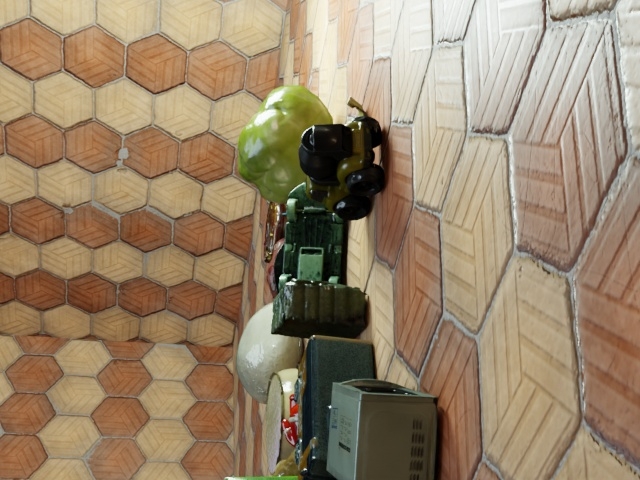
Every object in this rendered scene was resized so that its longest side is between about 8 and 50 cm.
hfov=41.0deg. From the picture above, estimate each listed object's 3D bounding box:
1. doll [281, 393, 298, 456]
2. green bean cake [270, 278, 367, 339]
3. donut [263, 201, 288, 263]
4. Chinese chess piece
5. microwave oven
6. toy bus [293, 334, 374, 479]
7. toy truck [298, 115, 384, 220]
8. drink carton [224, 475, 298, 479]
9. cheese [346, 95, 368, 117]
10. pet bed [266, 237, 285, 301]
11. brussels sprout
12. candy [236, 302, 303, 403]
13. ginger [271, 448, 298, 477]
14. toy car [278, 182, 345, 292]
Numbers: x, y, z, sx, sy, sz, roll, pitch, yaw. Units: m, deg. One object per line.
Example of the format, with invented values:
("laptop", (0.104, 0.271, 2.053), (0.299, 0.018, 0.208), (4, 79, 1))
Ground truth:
("doll", (-0.028, 0.464, 1.929), (0.142, 0.076, 0.245), (-17, 70, 36))
("green bean cake", (-0.005, 0.141, 1.727), (0.181, 0.173, 0.094), (122, 153, -71))
("donut", (-0.119, -0.030, 2.663), (0.230, 0.095, 0.216), (120, 155, -68))
("Chinese chess piece", (-0.069, 0.453, 2.120), (0.270, 0.112, 0.270), (-176, 90, -79))
("microwave oven", (0.090, 0.292, 1.271), (0.208, 0.122, 0.163), (152, 122, -79))
("toy bus", (0.029, 0.323, 1.571), (0.167, 0.138, 0.275), (110, 164, -50))
("toy truck", (0.029, -0.142, 1.684), (0.224, 0.165, 0.147), (113, 159, -61))
("drink carton", (-0.063, 0.526, 1.601), (0.108, 0.270, 0.161), (-115, 32, -60))
("cheese", (0.079, -0.267, 1.819), (0.060, 0.041, 0.084), (-103, 4, -81))
("pet bed", (-0.053, 0.092, 2.033), (0.053, 0.201, 0.201), (-13, 67, 39))
("brussels sprout", (-0.083, -0.223, 2.135), (0.274, 0.242, 0.317), (-88, 4, -53))
("candy", (-0.145, 0.316, 2.410), (0.295, 0.185, 0.296), (-179, 90, -85))
("ginger", (-0.046, 0.470, 1.776), (0.147, 0.333, 0.081), (12, 134, 43))
("toy car", (-0.011, 0.025, 1.951), (0.125, 0.136, 0.306), (50, -137, -74))
